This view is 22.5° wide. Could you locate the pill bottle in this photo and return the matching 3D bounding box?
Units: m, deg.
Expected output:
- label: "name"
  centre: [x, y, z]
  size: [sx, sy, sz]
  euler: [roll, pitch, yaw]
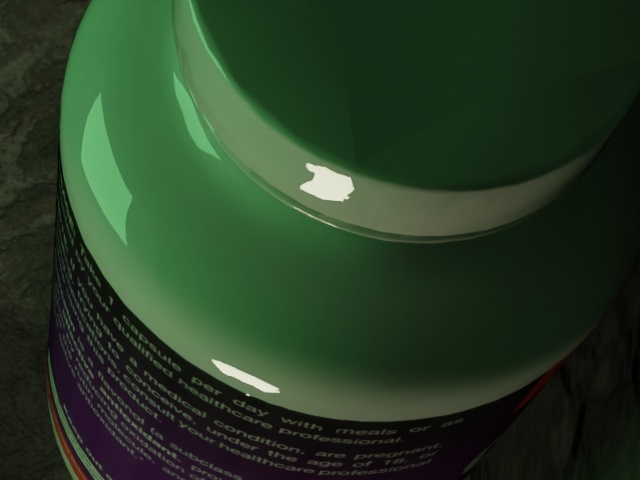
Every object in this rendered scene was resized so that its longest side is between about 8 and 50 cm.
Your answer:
- label: "pill bottle"
  centre: [0.000, 0.000, 0.549]
  size: [0.323, 0.181, 0.181]
  euler: [113, 166, -63]
